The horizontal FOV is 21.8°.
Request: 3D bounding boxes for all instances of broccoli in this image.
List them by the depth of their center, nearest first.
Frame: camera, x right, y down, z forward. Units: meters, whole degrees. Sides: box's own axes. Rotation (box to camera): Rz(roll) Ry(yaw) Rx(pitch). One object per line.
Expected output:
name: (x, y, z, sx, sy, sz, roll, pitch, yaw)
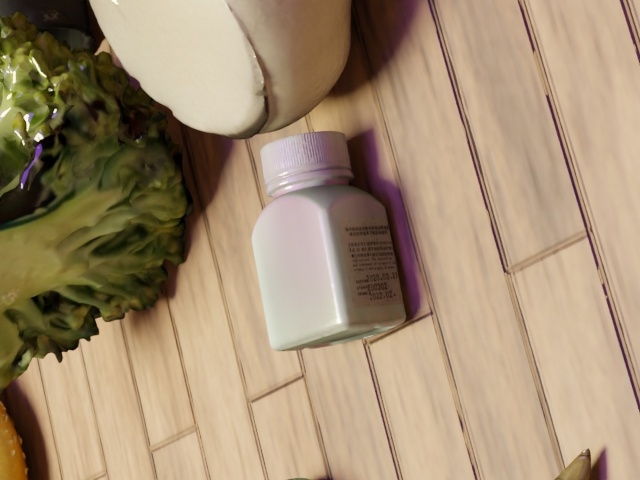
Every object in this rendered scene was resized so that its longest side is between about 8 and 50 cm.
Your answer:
broccoli: (-0.230, -0.033, 1.064, 0.180, 0.273, 0.242, 48, 129, 34)

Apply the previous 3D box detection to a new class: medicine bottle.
medicine bottle: (0.000, 0.000, 0.959, 0.074, 0.055, 0.118, -23, 75, 50)

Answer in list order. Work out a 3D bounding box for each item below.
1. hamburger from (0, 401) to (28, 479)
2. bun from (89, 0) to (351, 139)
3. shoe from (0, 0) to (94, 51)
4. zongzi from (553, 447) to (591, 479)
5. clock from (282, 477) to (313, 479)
hamburger: (-0.304, 0.186, 1.297, 0.182, 0.118, 0.191, -45, 62, 39)
bun: (-0.046, -0.150, 0.954, 0.173, 0.120, 0.173, 39, 151, 26)
shoe: (-0.204, -0.139, 1.172, 0.093, 0.108, 0.241, 14, 109, 49)
zongzi: (0.105, 0.143, 0.854, 0.076, 0.040, 0.083, 2, 82, 58)
clock: (-0.018, 0.250, 0.989, 0.148, 0.060, 0.188, 46, 126, 39)
